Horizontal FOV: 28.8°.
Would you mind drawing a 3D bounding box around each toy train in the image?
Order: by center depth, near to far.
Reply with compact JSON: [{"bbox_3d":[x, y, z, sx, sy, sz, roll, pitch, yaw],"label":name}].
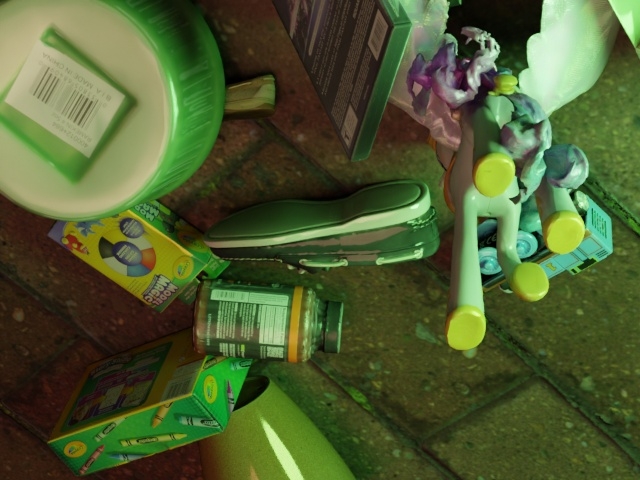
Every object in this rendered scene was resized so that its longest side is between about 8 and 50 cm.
[{"bbox_3d":[0.265,0.005,1.528,0.105,0.080,0.184,40,127,-23],"label":"toy train"}]

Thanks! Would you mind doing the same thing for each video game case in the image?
[{"bbox_3d":[0.009,-0.247,1.281,0.026,0.274,0.196,-11,148,-20],"label":"video game case"}]

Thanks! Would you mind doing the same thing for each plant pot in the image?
[{"bbox_3d":[-0.074,0.333,1.802,0.237,0.237,0.254,-15,108,25],"label":"plant pot"}]

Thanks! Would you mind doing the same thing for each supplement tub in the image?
[{"bbox_3d":[-0.070,0.110,1.677,0.197,0.106,0.106,5,129,1],"label":"supplement tub"}]

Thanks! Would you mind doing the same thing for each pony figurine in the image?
[{"bbox_3d":[0.171,-0.122,1.285,0.302,0.363,0.351,1,126,-5],"label":"pony figurine"}]

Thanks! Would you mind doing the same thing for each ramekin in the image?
[{"bbox_3d":[-0.273,-0.167,1.436,0.303,0.148,0.303,3,107,9],"label":"ramekin"}]

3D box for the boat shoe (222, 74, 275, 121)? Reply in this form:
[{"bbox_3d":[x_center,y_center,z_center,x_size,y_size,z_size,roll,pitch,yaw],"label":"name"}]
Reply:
[{"bbox_3d":[-0.127,-0.173,1.522,0.153,0.048,0.056,-3,171,22],"label":"boat shoe"}]

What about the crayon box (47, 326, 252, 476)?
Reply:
[{"bbox_3d":[-0.242,0.224,1.782,0.278,0.165,0.081,-21,119,29],"label":"crayon box"}]

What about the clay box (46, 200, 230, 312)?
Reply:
[{"bbox_3d":[-0.244,0.008,1.687,0.222,0.053,0.127,36,128,-12],"label":"clay box"}]

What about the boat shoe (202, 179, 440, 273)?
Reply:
[{"bbox_3d":[0.000,0.000,1.574,0.302,0.114,0.091,-6,119,21],"label":"boat shoe"}]

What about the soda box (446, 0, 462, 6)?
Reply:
[{"bbox_3d":[0.072,-0.280,1.375,0.168,0.053,0.060,-8,124,21],"label":"soda box"}]

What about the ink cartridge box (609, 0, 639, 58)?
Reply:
[{"bbox_3d":[0.385,-0.241,1.252,0.235,0.171,0.056,55,165,-26],"label":"ink cartridge box"}]
